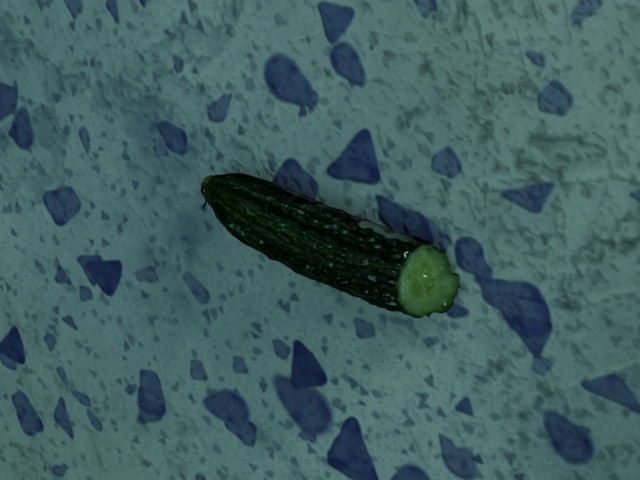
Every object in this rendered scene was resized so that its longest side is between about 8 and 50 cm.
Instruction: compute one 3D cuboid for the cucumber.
[{"bbox_3d":[-0.001,0.001,1.186,0.265,0.077,0.077,21,121,29],"label":"cucumber"}]
